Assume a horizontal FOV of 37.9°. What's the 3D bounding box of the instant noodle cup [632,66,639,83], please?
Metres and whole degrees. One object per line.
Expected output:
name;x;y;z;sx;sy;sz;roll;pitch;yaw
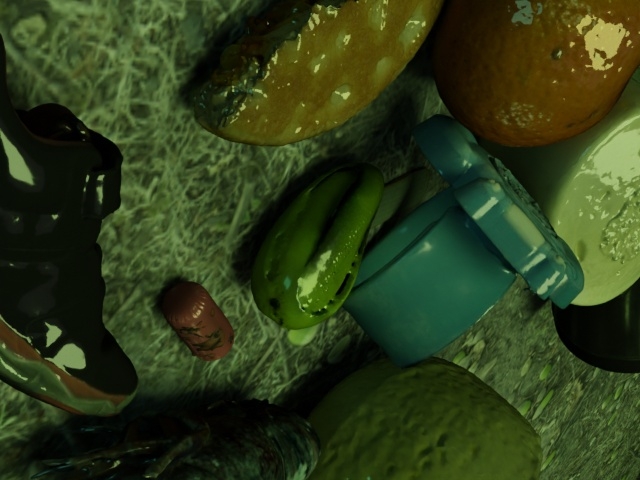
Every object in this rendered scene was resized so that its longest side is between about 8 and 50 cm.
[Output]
instant noodle cup;0.417;-0.169;1.045;0.214;0.296;0.296;-31;140;-23

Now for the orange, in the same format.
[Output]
orange;0.189;-0.182;0.770;0.224;0.170;0.224;-62;170;-19

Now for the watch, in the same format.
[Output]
watch;0.107;0.021;0.831;0.193;0.211;0.211;-41;153;19

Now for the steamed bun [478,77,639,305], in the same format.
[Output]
steamed bun;0.247;-0.063;0.961;0.155;0.200;0.250;-15;130;-19

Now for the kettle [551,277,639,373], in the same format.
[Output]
kettle;0.430;0.010;1.277;0.251;0.207;0.271;-38;136;-18

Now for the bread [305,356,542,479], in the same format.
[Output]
bread;0.080;0.277;0.995;0.320;0.237;0.320;-46;162;-20

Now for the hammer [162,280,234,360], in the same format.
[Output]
hammer;-0.096;0.065;0.733;0.043;0.043;0.083;-48;149;-16

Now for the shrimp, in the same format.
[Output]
shrimp;-0.125;0.220;0.724;0.372;0.137;0.172;-12;110;-52

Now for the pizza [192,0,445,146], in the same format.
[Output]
pizza;0.007;-0.141;0.678;0.246;0.058;0.127;-45;149;-20

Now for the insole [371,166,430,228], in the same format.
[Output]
insole;0.046;-0.029;0.883;0.188;0.004;0.064;-25;137;-42

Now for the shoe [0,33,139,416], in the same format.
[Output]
shoe;-0.170;-0.012;0.504;0.137;0.114;0.291;-50;145;-23

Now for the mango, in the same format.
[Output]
mango;0.000;0.000;0.783;0.165;0.074;0.091;-57;145;-26
